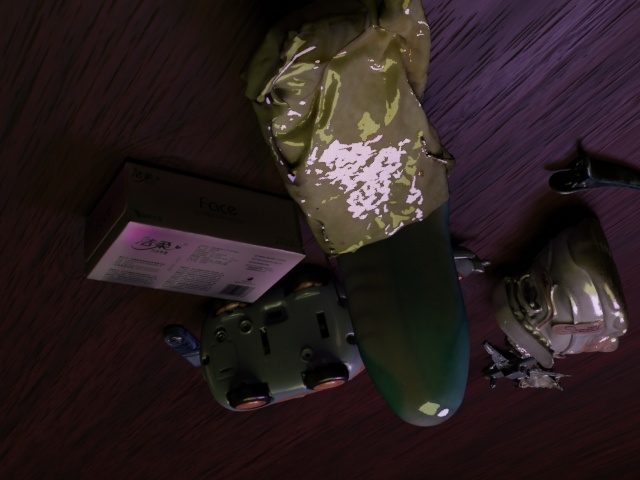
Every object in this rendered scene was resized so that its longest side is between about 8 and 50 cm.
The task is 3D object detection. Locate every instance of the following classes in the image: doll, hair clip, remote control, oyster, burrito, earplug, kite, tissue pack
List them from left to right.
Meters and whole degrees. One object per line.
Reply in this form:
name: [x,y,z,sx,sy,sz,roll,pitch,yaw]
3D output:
remote control: [-0.233,0.188,1.379,0.043,0.027,0.152,-19,150,6]
tissue pack: [-0.159,-0.004,1.014,0.246,0.092,0.148,13,144,-34]
kite: [0.000,0.000,1.044,0.010,0.183,0.160,-16,-167,-3]
burrito: [0.032,-0.136,0.814,0.190,0.135,0.332,-22,145,3]
earplug: [0.113,0.079,1.010,0.185,0.324,0.185,-8,148,-5]
doll: [0.167,0.041,1.224,0.195,0.062,0.104,-3,138,2]
oyster: [0.495,0.310,1.772,0.108,0.053,0.165,10,162,17]
hair clip: [0.430,-0.080,1.121,0.229,0.039,0.070,9,143,-31]

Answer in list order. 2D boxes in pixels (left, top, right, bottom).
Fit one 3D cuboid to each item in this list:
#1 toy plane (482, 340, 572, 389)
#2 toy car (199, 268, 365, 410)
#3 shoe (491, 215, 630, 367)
toy plane: [0.415,0.261,1.663,0.226,0.058,0.226,23,139,-19]
toy car: [-0.048,0.176,1.281,0.270,0.180,0.212,-17,158,9]
shoe: [0.383,0.105,1.284,0.198,0.172,0.351,-13,148,11]
